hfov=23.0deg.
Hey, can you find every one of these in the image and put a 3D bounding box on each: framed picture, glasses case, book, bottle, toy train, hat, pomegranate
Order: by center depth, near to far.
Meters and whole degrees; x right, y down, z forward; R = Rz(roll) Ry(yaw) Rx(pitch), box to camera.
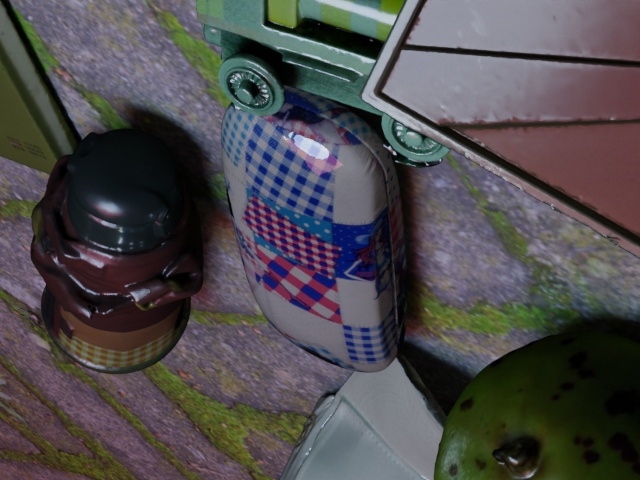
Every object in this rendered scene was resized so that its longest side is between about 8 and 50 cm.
[{"bbox_3d":[0.160,-0.084,0.835,0.250,0.016,0.184,30,130,5],"label":"framed picture"},{"bbox_3d":[0.020,-0.126,0.929,0.200,0.083,0.132,17,139,15],"label":"toy train"},{"bbox_3d":[0.198,0.173,1.123,0.211,0.211,0.263,12,176,36],"label":"pomegranate"},{"bbox_3d":[0.000,0.000,1.169,0.125,0.076,0.327,22,153,18],"label":"glasses case"},{"bbox_3d":[-0.342,-0.198,1.263,0.239,0.035,0.352,20,151,29],"label":"book"},{"bbox_3d":[-0.164,0.011,1.299,0.156,0.143,0.271,30,152,6],"label":"bottle"},{"bbox_3d":[0.088,0.235,1.369,0.258,0.168,0.301,30,154,4],"label":"hat"}]
